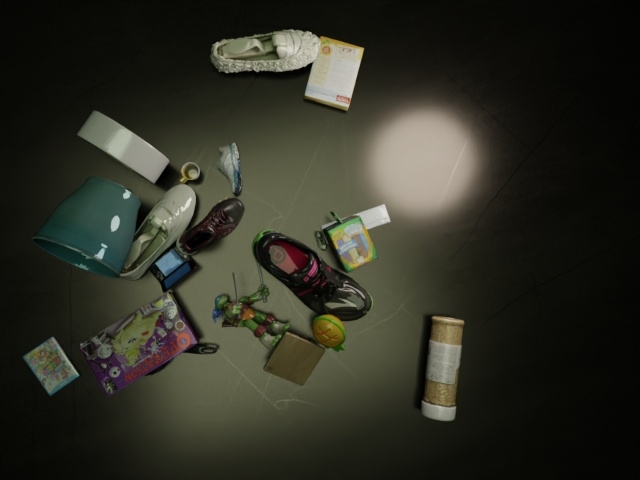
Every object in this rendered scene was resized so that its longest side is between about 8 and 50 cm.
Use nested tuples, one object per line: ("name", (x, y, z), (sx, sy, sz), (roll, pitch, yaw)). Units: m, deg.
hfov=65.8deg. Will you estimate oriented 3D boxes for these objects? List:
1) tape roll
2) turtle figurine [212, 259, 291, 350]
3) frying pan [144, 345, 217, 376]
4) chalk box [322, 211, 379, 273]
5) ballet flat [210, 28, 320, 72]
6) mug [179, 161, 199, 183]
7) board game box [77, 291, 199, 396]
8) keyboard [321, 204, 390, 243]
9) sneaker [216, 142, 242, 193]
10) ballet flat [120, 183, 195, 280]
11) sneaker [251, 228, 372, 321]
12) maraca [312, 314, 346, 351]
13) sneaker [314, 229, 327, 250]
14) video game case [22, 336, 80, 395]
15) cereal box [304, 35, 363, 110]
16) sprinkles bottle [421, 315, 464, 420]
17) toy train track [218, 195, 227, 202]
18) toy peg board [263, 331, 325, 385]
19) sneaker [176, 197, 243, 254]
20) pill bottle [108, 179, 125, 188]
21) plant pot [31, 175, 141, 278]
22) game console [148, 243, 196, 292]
("tape roll", (-0.655, -0.308, 1.656), (0.286, 0.286, 0.100), (32, 84, -3))
("turtle figurine", (-0.223, 0.227, 1.701), (0.266, 0.198, 0.274), (37, 87, 3))
("frying pan", (-0.547, 0.352, 1.737), (0.326, 0.053, 0.197), (-19, 87, -8))
("chalk box", (0.095, -0.012, 1.767), (0.132, 0.132, 0.213), (-25, 98, -5))
("ballet flat", (-0.198, -0.681, 1.777), (0.409, 0.147, 0.147), (-9, 87, 0))
("mug", (-0.469, -0.242, 1.777), (0.078, 0.064, 0.062), (-13, 88, -6))
("board game box", (-0.617, 0.350, 1.691), (0.347, 0.056, 0.208), (-31, 91, -6))
("keyboard", (0.132, -0.062, 1.849), (0.256, 0.014, 0.072), (-19, 83, -7))
("sneaker", (-0.333, -0.257, 1.795), (0.083, 0.071, 0.190), (-8, 79, 1))
("ballet flat", (-0.573, -0.023, 1.704), (0.139, 0.139, 0.400), (38, 89, -2))
("sneaker", (-0.034, 0.135, 1.720), (0.483, 0.202, 0.185), (32, 85, -6))
("maraca", (0.031, 0.330, 1.741), (0.127, 0.185, 0.099), (14, 48, 24))
("sneaker", (0.000, 0.000, 1.819), (0.032, 0.037, 0.083), (-26, 90, -8))
("video game case", (-0.931, 0.435, 1.714), (0.119, 0.015, 0.166), (-35, 90, -7))
("cereal box", (0.050, -0.626, 1.858), (0.173, 0.047, 0.240), (16, 86, -3))
("sprinkles bottle", (0.441, 0.457, 1.787), (0.121, 0.121, 0.355), (8, 86, -5))
("toy train track", (-0.349, -0.121, 1.807), (0.048, 0.014, 0.083), (7, 91, -12))
("toy peg board", (-0.096, 0.398, 1.732), (0.161, 0.079, 0.161), (27, 102, -19))
("sneaker", (-0.362, -0.046, 1.706), (0.281, 0.162, 0.106), (-43, 106, -17))
("pill bottle", (-0.748, -0.123, 1.729), (0.094, 0.094, 0.169), (22, 84, -4))
("plant pot", (-0.712, -0.053, 1.568), (0.272, 0.271, 0.255), (21, 69, -4))
("game console", (-0.523, 0.093, 1.739), (0.144, 0.085, 0.124), (-39, 91, -7))
